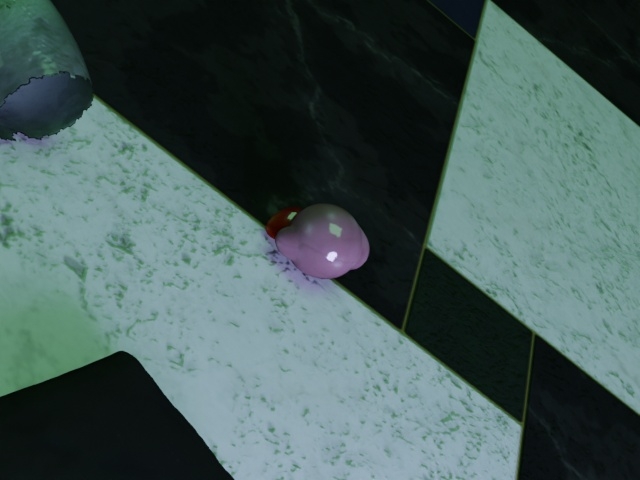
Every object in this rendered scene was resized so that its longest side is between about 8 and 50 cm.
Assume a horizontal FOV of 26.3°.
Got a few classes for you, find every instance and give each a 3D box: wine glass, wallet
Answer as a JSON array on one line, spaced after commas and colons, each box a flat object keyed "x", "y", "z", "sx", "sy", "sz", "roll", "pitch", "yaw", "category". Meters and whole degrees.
[{"x": -0.335, "y": -0.224, "z": 1.046, "sx": 0.264, "sy": 0.096, "sz": 0.309, "roll": 1, "pitch": 53, "yaw": -50, "category": "wine glass"}, {"x": -0.176, "y": 0.183, "z": 0.814, "sx": 0.197, "sy": 0.051, "sz": 0.377, "roll": 50, "pitch": 32, "yaw": 13, "category": "wallet"}]

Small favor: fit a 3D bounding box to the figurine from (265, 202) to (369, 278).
[{"x": 0.000, "y": 0.000, "z": 1.205, "sx": 0.083, "sy": 0.067, "sz": 0.071, "roll": -2, "pitch": 33, "yaw": -30, "category": "figurine"}]
